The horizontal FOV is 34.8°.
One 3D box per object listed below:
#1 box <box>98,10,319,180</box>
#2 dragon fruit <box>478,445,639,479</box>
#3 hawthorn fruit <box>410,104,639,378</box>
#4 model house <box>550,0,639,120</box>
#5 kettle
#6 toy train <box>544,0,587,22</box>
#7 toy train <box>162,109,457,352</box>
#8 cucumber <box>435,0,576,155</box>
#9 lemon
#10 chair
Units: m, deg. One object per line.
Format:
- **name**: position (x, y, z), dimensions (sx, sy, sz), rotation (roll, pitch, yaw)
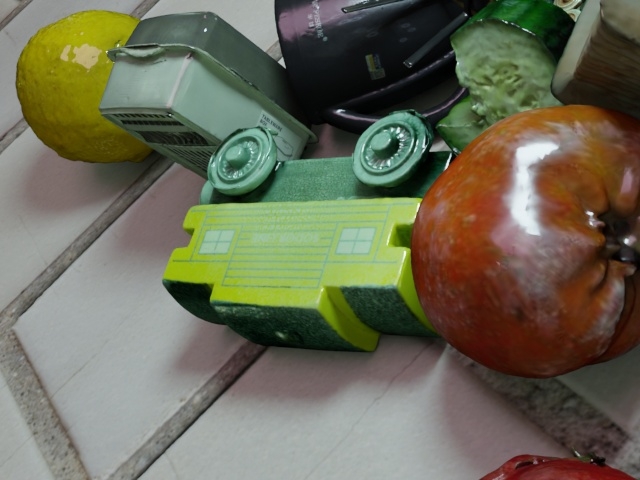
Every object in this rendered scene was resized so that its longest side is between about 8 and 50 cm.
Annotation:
- **box**: position (-0.159, -0.200, 1.486), dimensions (0.220, 0.290, 0.166), rotation (6, 71, 43)
- **dragon fruit**: position (0.190, 0.282, 0.811), dimensions (0.298, 0.244, 0.244), rotation (-24, 38, -14)
- **hawthorn fruit**: position (0.222, 0.000, 1.021), dimensions (0.284, 0.284, 0.284), rotation (-22, 44, 23)
- **model house**: position (0.462, -0.304, 1.030), dimensions (0.394, 0.400, 0.446), rotation (22, 88, 4)
- **kettle**: position (0.106, -0.266, 1.427), dimensions (0.290, 0.207, 0.269), rotation (-12, 74, 14)
- **toy train**: position (0.309, -0.284, 1.346), dimensions (0.125, 0.080, 0.194), rotation (-21, 43, 37)
- **toy train**: position (0.000, 0.000, 1.277), dimensions (0.442, 0.179, 0.273), rotation (-1, 61, 37)
- **cucumber**: position (0.239, -0.184, 1.211), dimensions (0.191, 0.191, 0.130), rotation (-9, 28, 34)
- **lemon**: position (-0.363, -0.258, 1.726), dimensions (0.321, 0.268, 0.268), rotation (7, 58, 23)
- **chair**: position (0.158, -0.361, 1.263), dimensions (0.246, 0.159, 0.172), rotation (-27, 53, -21)
